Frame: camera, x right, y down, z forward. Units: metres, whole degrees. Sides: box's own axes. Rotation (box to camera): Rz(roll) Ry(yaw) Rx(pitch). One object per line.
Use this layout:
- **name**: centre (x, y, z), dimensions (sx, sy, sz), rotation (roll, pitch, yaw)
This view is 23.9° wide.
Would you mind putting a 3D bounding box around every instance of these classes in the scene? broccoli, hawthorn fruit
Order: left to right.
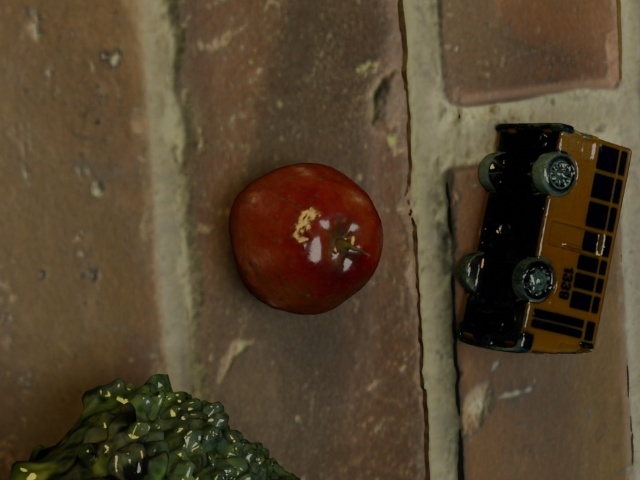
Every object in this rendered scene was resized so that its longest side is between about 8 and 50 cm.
- **broccoli**: centre (-0.129, 0.266, 1.092), dimensions (0.281, 0.348, 0.293), rotation (-38, 73, 9)
- **hawthorn fruit**: centre (-0.008, -0.007, 1.193), dimensions (0.125, 0.140, 0.125), rotation (7, 63, -13)

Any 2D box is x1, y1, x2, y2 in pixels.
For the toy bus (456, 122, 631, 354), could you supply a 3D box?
- **toy bus**: centre (0.198, 0.004, 1.333), dimensions (0.114, 0.098, 0.201), rotation (13, 86, -32)
